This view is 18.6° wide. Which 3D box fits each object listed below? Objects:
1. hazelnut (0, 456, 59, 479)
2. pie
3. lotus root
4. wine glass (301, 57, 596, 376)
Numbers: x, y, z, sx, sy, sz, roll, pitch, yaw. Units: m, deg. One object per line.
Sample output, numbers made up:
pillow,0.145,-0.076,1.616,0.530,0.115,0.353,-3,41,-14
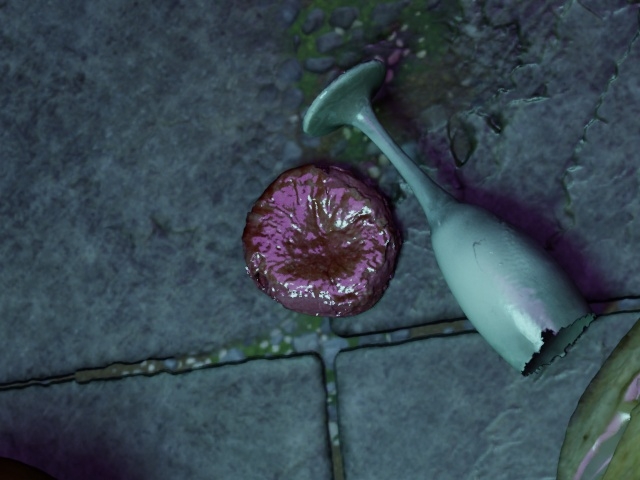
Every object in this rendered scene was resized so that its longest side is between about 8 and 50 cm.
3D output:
hazelnut,-0.304,0.401,1.620,0.402,0.402,0.429,23,65,20
pie,0.000,0.000,1.806,0.153,0.038,0.153,-3,77,13
lotus root,0.337,0.158,1.630,0.314,0.142,0.210,-54,32,4
wine glass,0.179,-0.074,1.744,0.264,0.096,0.309,-40,72,-1
